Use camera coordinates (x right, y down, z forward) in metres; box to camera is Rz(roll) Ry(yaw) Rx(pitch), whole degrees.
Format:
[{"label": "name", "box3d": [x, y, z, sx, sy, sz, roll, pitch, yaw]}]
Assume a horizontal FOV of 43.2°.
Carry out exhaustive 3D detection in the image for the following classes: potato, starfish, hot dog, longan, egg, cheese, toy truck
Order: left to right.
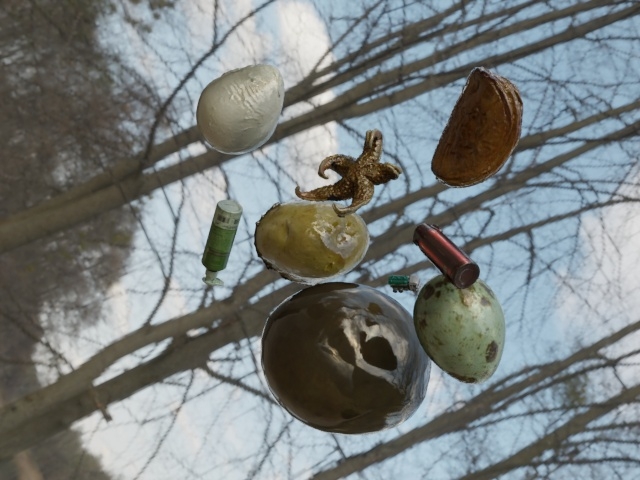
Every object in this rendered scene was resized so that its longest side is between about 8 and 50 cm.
[{"label": "cheese", "box3d": [-0.169, -0.267, 1.694, 0.154, 0.189, 0.198, 62, -27, 16]}, {"label": "potato", "box3d": [0.000, 0.000, 1.955, 0.242, 0.285, 0.242, -44, -145, 43]}, {"label": "longan", "box3d": [0.059, 0.263, 1.810, 0.404, 0.404, 0.336, -4, -108, 65]}, {"label": "starfish", "box3d": [0.048, -0.102, 1.380, 0.074, 0.190, 0.146, 39, 28, -49]}, {"label": "toy truck", "box3d": [0.219, 0.110, 2.103, 0.083, 0.039, 0.044, 1, -44, 18]}, {"label": "egg", "box3d": [0.268, 0.167, 1.534, 0.169, 0.169, 0.231, 4, -64, 64]}, {"label": "hot dog", "box3d": [0.346, -0.241, 1.794, 0.196, 0.122, 0.272, 52, -50, 52]}]

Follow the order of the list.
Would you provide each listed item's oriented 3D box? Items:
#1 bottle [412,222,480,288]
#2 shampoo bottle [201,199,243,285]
[{"label": "bottle", "box3d": [0.224, 0.022, 1.466, 0.164, 0.060, 0.060, -130, -155, -52]}, {"label": "shampoo bottle", "box3d": [-0.226, 0.011, 1.822, 0.065, 0.065, 0.204, 43, -55, 41]}]
